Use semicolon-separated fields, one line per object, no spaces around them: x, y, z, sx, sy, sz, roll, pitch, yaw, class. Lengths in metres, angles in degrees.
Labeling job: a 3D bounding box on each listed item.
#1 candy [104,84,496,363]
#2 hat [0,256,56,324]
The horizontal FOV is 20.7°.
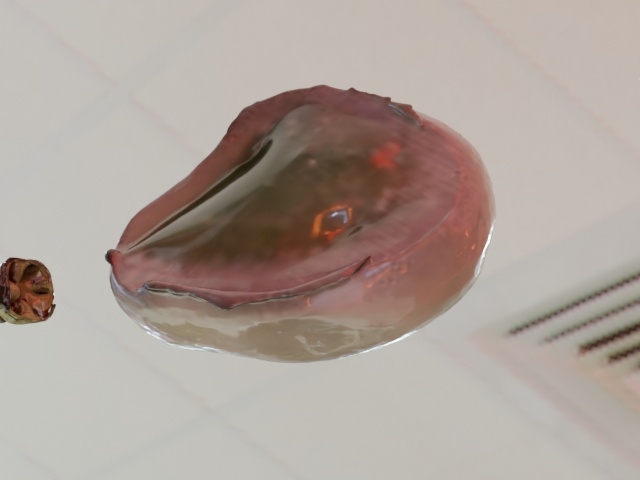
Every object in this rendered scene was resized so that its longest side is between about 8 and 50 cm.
0.000;0.000;1.863;0.427;0.386;0.186;14;-41;49;candy
-0.359;0.064;2.086;0.076;0.077;0.059;7;-22;-40;hat
